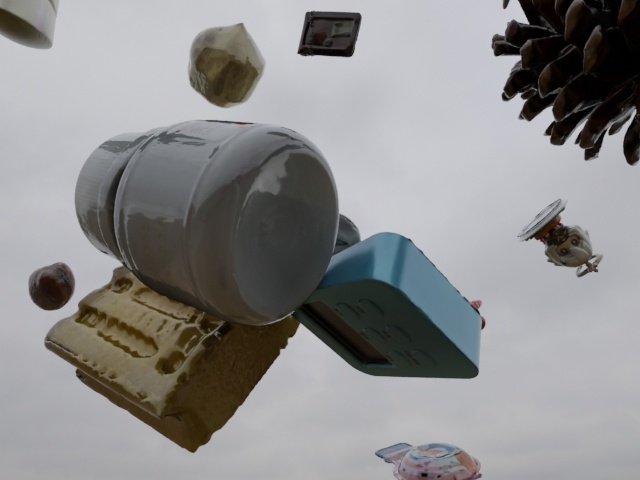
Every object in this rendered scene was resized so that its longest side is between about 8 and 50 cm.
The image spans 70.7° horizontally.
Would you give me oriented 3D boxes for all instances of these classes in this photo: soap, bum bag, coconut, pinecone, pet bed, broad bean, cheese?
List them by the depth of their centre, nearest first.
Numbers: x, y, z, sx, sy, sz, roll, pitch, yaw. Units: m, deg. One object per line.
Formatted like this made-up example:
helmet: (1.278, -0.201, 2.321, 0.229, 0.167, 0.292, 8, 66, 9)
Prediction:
pinecone: (0.335, -0.226, 0.529, 0.263, 0.264, 0.264, 0, -32, 0)
soap: (-0.242, 0.147, 0.766, 0.334, 0.293, 0.156, 11, -43, 32)
cheese: (0.225, 0.483, 0.979, 0.188, 0.074, 0.286, -3, -9, -25)
pet bed: (0.000, 0.000, 1.023, 0.201, 0.201, 0.054, 6, -50, -10)
bum bag: (0.021, -0.496, 1.088, 0.159, 0.109, 0.026, 17, 5, 27)
broad bean: (-0.702, 0.124, 1.172, 0.165, 0.084, 0.114, -29, -83, 34)
coconut: (-0.252, -0.477, 1.207, 0.224, 0.224, 0.224, 0, -32, 0)

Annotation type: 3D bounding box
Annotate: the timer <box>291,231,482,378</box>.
timer: (0.078, 0.124, 0.665, 0.232, 0.091, 0.250, 42, -45, -20)

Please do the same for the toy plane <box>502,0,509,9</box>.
toy plane: (0.370, -0.597, 0.808, 0.222, 0.104, 0.327, 12, -61, 13)

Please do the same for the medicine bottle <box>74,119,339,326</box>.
medicine bottle: (-0.156, -0.037, 0.609, 0.306, 0.245, 0.245, 13, -23, 33)

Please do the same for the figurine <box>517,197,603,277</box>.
figurine: (0.516, 0.005, 0.949, 0.154, 0.132, 0.132, 47, -37, 9)

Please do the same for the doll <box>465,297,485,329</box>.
doll: (0.374, 0.241, 1.223, 0.105, 0.200, 0.336, 30, 2, 34)

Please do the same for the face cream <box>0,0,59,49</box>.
face cream: (-0.514, -0.508, 0.795, 0.081, 0.349, 0.173, 1, -11, -3)
